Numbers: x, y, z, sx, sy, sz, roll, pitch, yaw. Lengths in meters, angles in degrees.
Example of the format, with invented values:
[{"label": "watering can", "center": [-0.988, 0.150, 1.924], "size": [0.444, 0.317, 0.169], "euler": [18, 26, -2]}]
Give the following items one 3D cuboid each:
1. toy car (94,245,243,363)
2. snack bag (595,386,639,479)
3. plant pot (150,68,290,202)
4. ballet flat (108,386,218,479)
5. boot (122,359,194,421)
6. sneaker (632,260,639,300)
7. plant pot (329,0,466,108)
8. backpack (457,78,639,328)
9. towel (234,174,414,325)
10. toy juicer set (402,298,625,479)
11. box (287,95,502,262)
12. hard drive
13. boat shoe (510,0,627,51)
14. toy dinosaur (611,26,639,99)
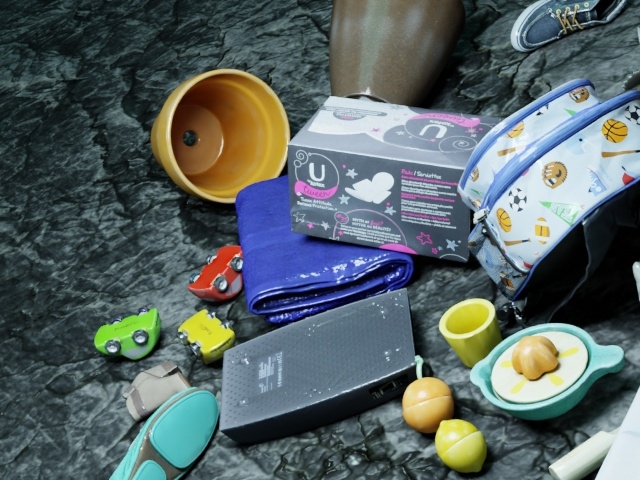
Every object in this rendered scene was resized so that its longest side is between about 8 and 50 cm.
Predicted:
[{"label": "toy car", "center": [-0.205, 0.116, 1.985], "size": [0.225, 0.053, 0.239], "euler": [-19, 32, 14]}, {"label": "snack bag", "center": [0.426, 0.215, 1.345], "size": [0.323, 0.037, 0.342], "euler": [7, 45, 33]}, {"label": "plant pot", "center": [-0.179, -0.161, 2.258], "size": [0.205, 0.205, 0.188], "euler": [-40, 18, -20]}, {"label": "ballet flat", "center": [-0.212, 0.274, 1.737], "size": [0.087, 0.083, 0.247], "euler": [-20, 27, 39]}, {"label": "boot", "center": [-0.211, 0.206, 1.876], "size": [0.087, 0.042, 0.118], "euler": [-39, 31, -7]}, {"label": "sneaker", "center": [0.433, -0.008, 1.621], "size": [0.099, 0.121, 0.262], "euler": [2, 42, 38]}, {"label": "plant pot", "center": [0.099, -0.280, 2.220], "size": [0.215, 0.215, 0.230], "euler": [-6, 51, 31]}, {"label": "backpack", "center": [0.297, -0.065, 1.652], "size": [0.276, 0.213, 0.263], "euler": [-37, -6, -16]}, {"label": "towel", "center": [0.000, 0.000, 1.985], "size": [0.228, 0.076, 0.308], "euler": [-14, 31, 0]}, {"label": "toy juicer set", "center": [0.219, 0.167, 1.555], "size": [0.329, 0.089, 0.209], "euler": [14, 49, 47]}, {"label": "box", "center": [0.101, -0.088, 1.882], "size": [0.247, 0.142, 0.163], "euler": [10, 33, 18]}, {"label": "hard drive", "center": [0.001, 0.159, 1.765], "size": [0.255, 0.054, 0.172], "euler": [-20, 32, 11]}, {"label": "boat shoe", "center": [0.384, -0.348, 2.211], "size": [0.183, 0.065, 0.083], "euler": [-35, 31, -14]}, {"label": "toy dinosaur", "center": [0.413, -0.155, 1.891], "size": [0.313, 0.121, 0.160], "euler": [-42, 22, -16]}]
